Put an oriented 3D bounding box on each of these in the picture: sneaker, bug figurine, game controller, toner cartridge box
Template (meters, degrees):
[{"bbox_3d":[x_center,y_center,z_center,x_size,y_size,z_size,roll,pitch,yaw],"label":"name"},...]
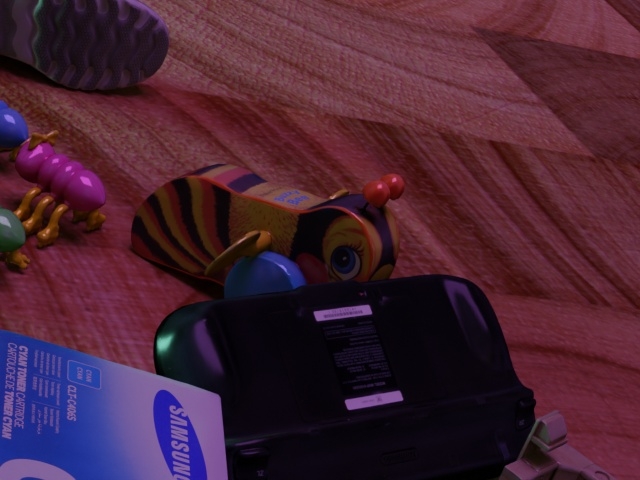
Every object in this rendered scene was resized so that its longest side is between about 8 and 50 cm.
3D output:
[{"bbox_3d":[-0.279,-0.225,1.871,0.281,0.105,0.115,12,27,-19],"label":"sneaker"},{"bbox_3d":[-0.288,-0.060,1.572,0.216,0.072,0.279,30,26,17],"label":"bug figurine"},{"bbox_3d":[0.025,0.109,1.431,0.319,0.067,0.166,-5,60,-40],"label":"game controller"},{"bbox_3d":[-0.137,0.197,1.143,0.165,0.075,0.348,19,28,-18],"label":"toner cartridge box"}]

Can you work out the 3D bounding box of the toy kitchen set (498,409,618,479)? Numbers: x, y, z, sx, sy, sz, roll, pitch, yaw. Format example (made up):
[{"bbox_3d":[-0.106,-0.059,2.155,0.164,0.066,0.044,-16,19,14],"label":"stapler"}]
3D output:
[{"bbox_3d":[0.182,0.172,1.426,0.075,0.068,0.083,35,28,27],"label":"toy kitchen set"}]

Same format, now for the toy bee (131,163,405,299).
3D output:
[{"bbox_3d":[0.000,0.000,1.584,0.298,0.162,0.195,21,23,-1],"label":"toy bee"}]
